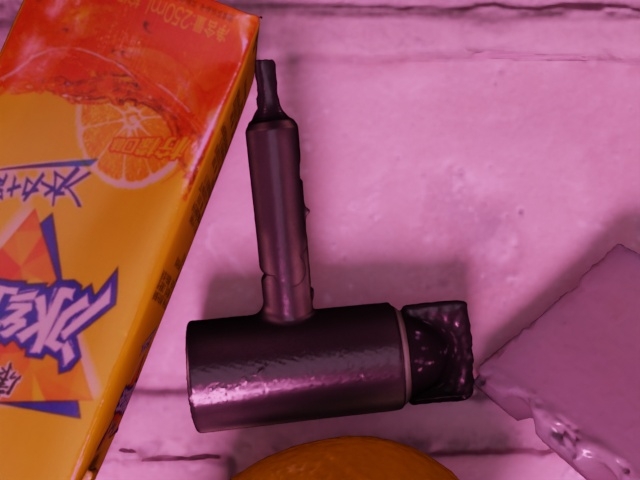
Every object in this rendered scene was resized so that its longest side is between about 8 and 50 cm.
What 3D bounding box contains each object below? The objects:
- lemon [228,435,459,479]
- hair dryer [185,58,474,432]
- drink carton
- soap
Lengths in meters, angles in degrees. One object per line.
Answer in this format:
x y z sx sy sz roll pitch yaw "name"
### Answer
0.014 0.216 0.577 0.244 0.187 0.186 -8 86 -1 "lemon"
0.000 0.000 0.629 0.196 0.078 0.248 -6 99 -3 "hair dryer"
-0.168 0.001 0.609 0.155 0.111 0.351 21 78 -1 "drink carton"
0.291 0.165 0.658 0.159 0.258 0.302 -49 132 -5 "soap"
